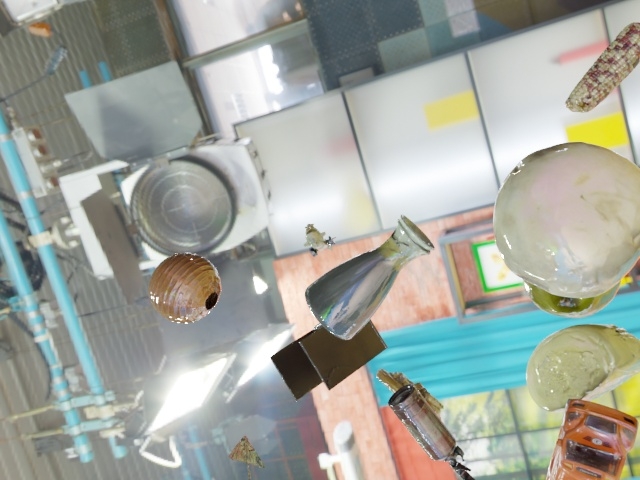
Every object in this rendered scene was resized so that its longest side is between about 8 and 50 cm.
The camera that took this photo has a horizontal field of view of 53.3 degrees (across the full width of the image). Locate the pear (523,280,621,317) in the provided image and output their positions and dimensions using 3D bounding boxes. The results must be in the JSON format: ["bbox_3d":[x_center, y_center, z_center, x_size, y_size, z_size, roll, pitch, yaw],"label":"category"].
[{"bbox_3d":[0.677,0.072,1.721,0.307,0.253,0.252,-56,-48,-46],"label":"pear"}]

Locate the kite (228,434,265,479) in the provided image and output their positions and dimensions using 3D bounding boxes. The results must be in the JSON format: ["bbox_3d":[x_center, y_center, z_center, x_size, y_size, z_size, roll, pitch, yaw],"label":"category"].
[{"bbox_3d":[-0.193,0.585,1.683,0.139,0.011,0.156,31,-146,-42],"label":"kite"}]

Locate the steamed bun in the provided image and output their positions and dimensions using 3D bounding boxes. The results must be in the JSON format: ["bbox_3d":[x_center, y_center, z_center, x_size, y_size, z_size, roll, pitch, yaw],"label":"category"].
[{"bbox_3d":[0.627,0.296,1.533,0.232,0.273,0.166,-4,-125,-39],"label":"steamed bun"}]

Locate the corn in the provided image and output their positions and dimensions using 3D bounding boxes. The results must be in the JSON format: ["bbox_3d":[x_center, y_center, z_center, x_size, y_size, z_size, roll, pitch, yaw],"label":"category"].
[{"bbox_3d":[0.706,-0.415,1.559,0.086,0.253,0.086,38,-168,-9],"label":"corn"}]

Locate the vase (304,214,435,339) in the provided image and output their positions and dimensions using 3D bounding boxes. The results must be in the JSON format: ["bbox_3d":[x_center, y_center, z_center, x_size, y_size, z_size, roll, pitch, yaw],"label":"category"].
[{"bbox_3d":[0.127,0.086,1.574,0.173,0.321,0.173,42,-163,-16],"label":"vase"}]

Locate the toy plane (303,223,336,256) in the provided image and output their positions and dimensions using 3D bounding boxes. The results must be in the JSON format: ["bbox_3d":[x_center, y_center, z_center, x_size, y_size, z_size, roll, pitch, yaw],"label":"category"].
[{"bbox_3d":[0.000,0.000,2.257,0.108,0.092,0.286,60,-170,19],"label":"toy plane"}]

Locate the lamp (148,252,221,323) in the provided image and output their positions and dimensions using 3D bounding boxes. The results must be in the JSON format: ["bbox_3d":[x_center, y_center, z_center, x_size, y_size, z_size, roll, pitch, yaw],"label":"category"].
[{"bbox_3d":[-0.253,0.089,1.196,0.136,0.137,0.136,-14,-90,-72],"label":"lamp"}]

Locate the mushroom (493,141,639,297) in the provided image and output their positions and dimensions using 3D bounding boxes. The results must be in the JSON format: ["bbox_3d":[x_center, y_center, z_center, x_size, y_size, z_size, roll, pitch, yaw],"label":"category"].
[{"bbox_3d":[0.572,-0.029,1.411,0.353,0.325,0.352,11,-103,-56],"label":"mushroom"}]

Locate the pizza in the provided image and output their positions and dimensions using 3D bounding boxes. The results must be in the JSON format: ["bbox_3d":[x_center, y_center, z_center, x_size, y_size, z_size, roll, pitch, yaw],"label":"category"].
[{"bbox_3d":[0.345,0.562,2.300,0.223,0.089,0.323,34,178,-34],"label":"pizza"}]

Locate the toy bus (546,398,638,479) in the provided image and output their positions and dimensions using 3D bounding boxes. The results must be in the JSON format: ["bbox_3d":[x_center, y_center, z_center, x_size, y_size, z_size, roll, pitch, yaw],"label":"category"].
[{"bbox_3d":[0.563,0.482,1.352,0.153,0.143,0.329,-54,-30,-40],"label":"toy bus"}]

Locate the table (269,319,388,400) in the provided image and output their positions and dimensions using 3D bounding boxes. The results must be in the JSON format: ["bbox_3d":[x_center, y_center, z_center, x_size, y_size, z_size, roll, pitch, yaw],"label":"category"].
[{"bbox_3d":[0.022,0.373,2.148,0.282,0.251,0.196,-28,-94,-36],"label":"table"}]

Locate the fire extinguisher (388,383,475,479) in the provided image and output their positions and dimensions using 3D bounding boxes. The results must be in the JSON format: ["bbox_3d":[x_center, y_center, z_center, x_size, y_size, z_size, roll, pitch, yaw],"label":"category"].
[{"bbox_3d":[0.252,0.444,1.414,0.252,0.075,0.106,53,-171,-6],"label":"fire extinguisher"}]
